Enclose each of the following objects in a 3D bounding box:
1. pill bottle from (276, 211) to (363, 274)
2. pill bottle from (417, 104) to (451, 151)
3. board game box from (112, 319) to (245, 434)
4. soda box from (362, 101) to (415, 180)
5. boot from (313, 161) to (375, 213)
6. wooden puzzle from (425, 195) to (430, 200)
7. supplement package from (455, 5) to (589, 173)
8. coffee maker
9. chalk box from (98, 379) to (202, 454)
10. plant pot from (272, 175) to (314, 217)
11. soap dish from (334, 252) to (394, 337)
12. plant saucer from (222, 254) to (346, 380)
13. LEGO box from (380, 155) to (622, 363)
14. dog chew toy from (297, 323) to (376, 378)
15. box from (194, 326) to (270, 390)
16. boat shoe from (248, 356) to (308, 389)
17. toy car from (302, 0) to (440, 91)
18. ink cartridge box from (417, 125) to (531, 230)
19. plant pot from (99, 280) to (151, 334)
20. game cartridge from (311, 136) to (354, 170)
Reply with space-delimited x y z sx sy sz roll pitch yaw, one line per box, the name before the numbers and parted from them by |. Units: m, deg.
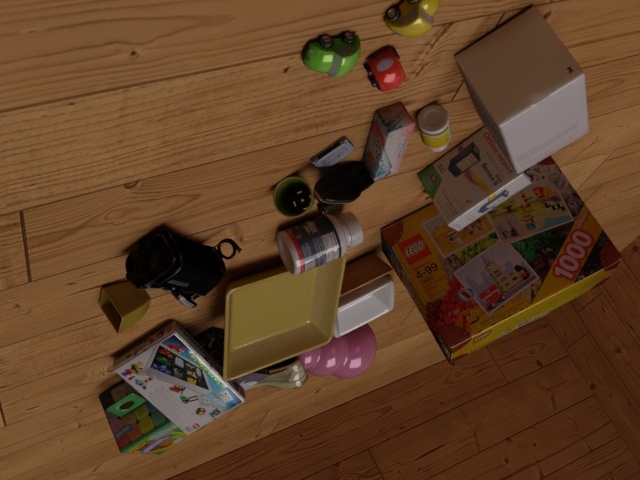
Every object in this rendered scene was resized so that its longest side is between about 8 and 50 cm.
pill bottle | 0.000 0.000 1.788 0.180 0.108 0.108 -21 158 -18
pill bottle | 0.238 -0.228 1.621 0.065 0.065 0.116 -29 158 3
board game box | -0.358 0.359 2.009 0.193 0.053 0.305 -32 122 9
soda box | 0.135 -0.197 1.577 0.063 0.058 0.183 -22 157 -16
boot | 0.021 -0.086 1.633 0.137 0.077 0.198 -38 169 36
wooden puzzle | 0.302 -0.127 1.970 0.078 0.014 0.116 -31 178 19
supplement package | 0.404 -0.286 1.541 0.177 0.175 0.293 -31 159 10
coffee maker | -0.277 0.038 1.560 0.171 0.120 0.178 -54 157 1
chalk box | -0.479 0.475 2.179 0.180 0.179 0.289 -32 159 7
plant pot | -0.046 -0.085 1.596 0.083 0.083 0.079 -33 170 11
soap dish | 0.097 0.159 2.250 0.229 0.118 0.291 -26 159 -5
plant saucer | -0.110 0.175 1.989 0.333 0.081 0.332 -17 137 -27
LEGO box | 0.469 0.040 2.089 0.500 0.372 0.193 -27 158 -4
dog chew toy | 0.018 0.337 2.469 0.332 0.206 0.206 4 143 -40
box | -0.281 0.356 2.202 0.163 0.142 0.247 -33 158 11
boat shoe | -0.187 0.384 2.358 0.302 0.098 0.109 -2 -146 25
toy car | 0.078 -0.304 1.270 0.225 0.053 0.239 -17 156 -26
ink cartridge box | 0.360 -0.146 1.832 0.212 0.154 0.093 -34 157 18
plant pot | -0.404 0.132 1.639 0.083 0.081 0.081 -26 161 -34
game cartridge | 0.026 -0.172 1.559 0.083 0.017 0.056 -33 155 12
